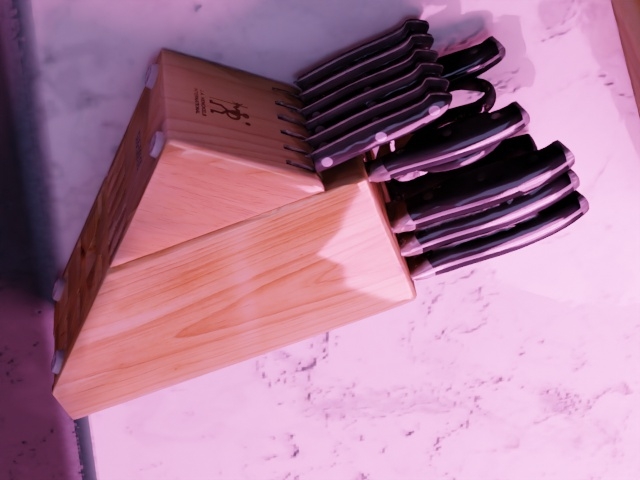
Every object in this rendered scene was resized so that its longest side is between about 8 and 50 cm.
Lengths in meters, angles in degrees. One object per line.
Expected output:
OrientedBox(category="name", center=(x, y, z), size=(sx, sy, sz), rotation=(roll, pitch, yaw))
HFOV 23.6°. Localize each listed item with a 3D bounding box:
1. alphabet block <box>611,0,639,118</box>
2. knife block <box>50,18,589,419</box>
OrientedBox(category="alphabet block", center=(0.280, -0.043, 0.790), size=(0.193, 0.197, 0.192), rotation=(-17, 129, 6))
OrientedBox(category="knife block", center=(0.000, 0.000, 0.856), size=(0.242, 0.088, 0.276), rotation=(16, 125, -19))
